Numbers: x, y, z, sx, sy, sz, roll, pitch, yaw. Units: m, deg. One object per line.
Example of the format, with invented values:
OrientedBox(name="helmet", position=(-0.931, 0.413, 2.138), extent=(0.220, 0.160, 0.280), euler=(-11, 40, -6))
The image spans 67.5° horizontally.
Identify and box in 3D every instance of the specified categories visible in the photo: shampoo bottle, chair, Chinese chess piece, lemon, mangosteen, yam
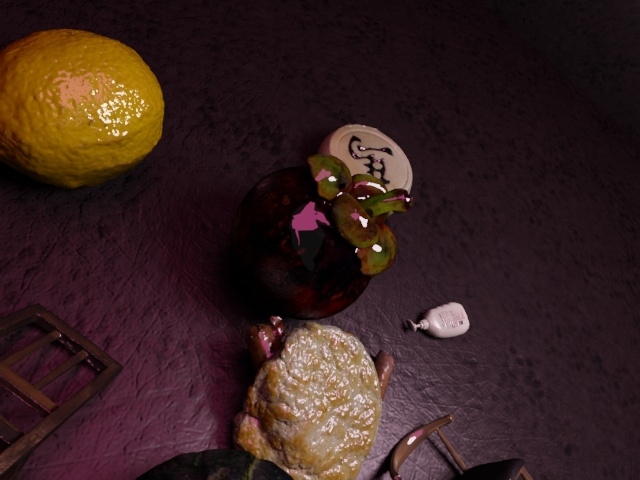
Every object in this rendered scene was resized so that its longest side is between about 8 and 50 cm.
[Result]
OrientedBox(name="shampoo bottle", position=(0.262, 0.185, 1.076), extent=(0.151, 0.045, 0.077), euler=(-5, 66, -32))
OrientedBox(name="chair", position=(0.266, 0.456, 0.837), extent=(0.188, 0.166, 0.272), euler=(-29, 78, -37))
OrientedBox(name="Chinese chess piece", position=(0.105, -0.168, 1.175), extent=(0.250, 0.101, 0.251), euler=(13, 55, -20))
OrientedBox(name="lemon", position=(-0.428, -0.225, 0.832), extent=(0.268, 0.268, 0.322), euler=(44, 54, 3))
OrientedBox(name="mangosteen", position=(-0.013, -0.002, 0.886), extent=(0.310, 0.311, 0.312), euler=(13, 56, -20))
OrientedBox(name="chair", position=(-0.467, 0.265, 0.580), extent=(0.203, 0.416, 0.241), euler=(37, 96, -2))
OrientedBox(name="yam", position=(0.087, 0.324, 0.902), extent=(0.046, 0.046, 0.264), euler=(34, 53, -5))

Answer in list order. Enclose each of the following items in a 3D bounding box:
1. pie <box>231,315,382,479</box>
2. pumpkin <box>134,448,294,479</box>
OrientedBox(name="pie", position=(-0.014, 0.276, 0.813), extent=(0.256, 0.105, 0.275), euler=(10, 77, -15))
OrientedBox(name="pumpkin", position=(-0.140, 0.425, 0.584), extent=(0.322, 0.241, 0.324), euler=(5, 57, -8))
